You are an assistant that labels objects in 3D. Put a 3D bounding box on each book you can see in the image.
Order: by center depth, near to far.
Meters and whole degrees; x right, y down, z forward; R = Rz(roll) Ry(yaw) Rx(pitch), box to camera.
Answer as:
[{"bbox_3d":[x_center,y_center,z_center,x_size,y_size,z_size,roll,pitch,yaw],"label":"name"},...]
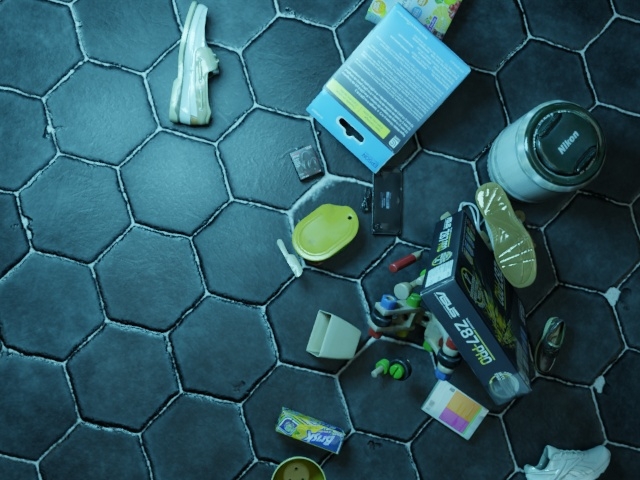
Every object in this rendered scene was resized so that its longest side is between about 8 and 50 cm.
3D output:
[{"bbox_3d":[0.344,0.433,1.860,0.144,0.035,0.096,35,87,-2],"label":"book"}]

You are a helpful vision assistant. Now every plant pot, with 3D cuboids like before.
[{"bbox_3d":[-0.057,0.590,1.779,0.134,0.095,0.134,0,86,-6],"label":"plant pot"},{"bbox_3d":[0.039,0.244,1.810,0.096,0.109,0.109,19,85,-17],"label":"plant pot"}]

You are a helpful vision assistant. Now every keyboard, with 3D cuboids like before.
[{"bbox_3d":[0.156,-0.104,1.879,0.108,0.023,0.180,2,86,-12],"label":"keyboard"}]

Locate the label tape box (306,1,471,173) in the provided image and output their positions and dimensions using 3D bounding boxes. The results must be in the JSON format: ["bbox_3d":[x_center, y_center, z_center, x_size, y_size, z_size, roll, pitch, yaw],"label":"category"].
[{"bbox_3d":[0.171,-0.383,1.840,0.249,0.115,0.348,42,107,-2],"label":"label tape box"}]

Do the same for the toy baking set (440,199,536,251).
[{"bbox_3d":[0.438,-0.009,1.898,0.256,0.030,0.197,-5,81,-12],"label":"toy baking set"}]

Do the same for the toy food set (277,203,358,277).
[{"bbox_3d":[0.000,0.000,1.841,0.217,0.071,0.128,-36,67,-8],"label":"toy food set"}]

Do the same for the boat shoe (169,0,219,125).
[{"bbox_3d":[-0.304,-0.438,1.816,0.103,0.113,0.303,9,96,-6],"label":"boat shoe"}]

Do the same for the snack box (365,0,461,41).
[{"bbox_3d":[0.247,-0.615,1.894,0.207,0.070,0.175,27,85,-2],"label":"snack box"}]

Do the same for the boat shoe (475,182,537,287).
[{"bbox_3d":[0.478,-0.014,1.839,0.098,0.096,0.277,-21,78,16],"label":"boat shoe"}]

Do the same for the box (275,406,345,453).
[{"bbox_3d":[-0.025,0.474,1.808,0.168,0.059,0.054,21,87,-4],"label":"box"}]

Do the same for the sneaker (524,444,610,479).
[{"bbox_3d":[0.629,0.569,1.853,0.232,0.090,0.115,-25,86,-7],"label":"sneaker"}]

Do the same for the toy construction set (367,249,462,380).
[{"bbox_3d":[0.271,0.174,1.798,0.237,0.257,0.309,-24,110,-49],"label":"toy construction set"}]

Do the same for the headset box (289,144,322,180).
[{"bbox_3d":[-0.039,-0.202,1.860,0.062,0.032,0.083,-22,90,-6],"label":"headset box"}]

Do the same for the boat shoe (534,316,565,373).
[{"bbox_3d":[0.598,0.272,1.884,0.056,0.049,0.152,15,86,-5],"label":"boat shoe"}]

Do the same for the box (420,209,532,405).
[{"bbox_3d":[0.365,0.140,1.679,0.097,0.395,0.318,-28,103,23],"label":"box"}]

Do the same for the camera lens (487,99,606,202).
[{"bbox_3d":[0.552,-0.212,1.792,0.219,0.274,0.220,1,85,-7],"label":"camera lens"}]
